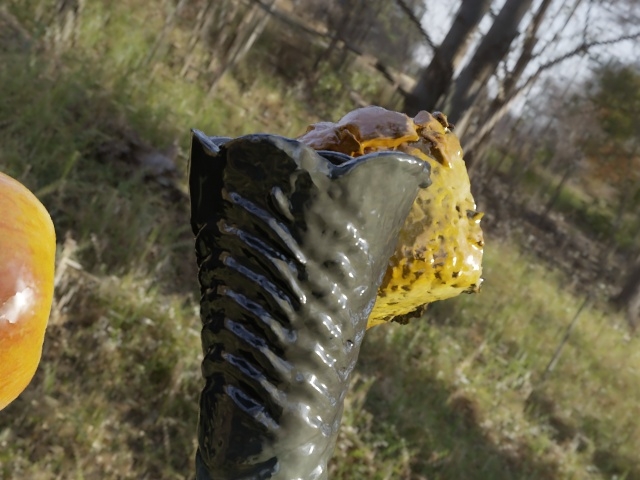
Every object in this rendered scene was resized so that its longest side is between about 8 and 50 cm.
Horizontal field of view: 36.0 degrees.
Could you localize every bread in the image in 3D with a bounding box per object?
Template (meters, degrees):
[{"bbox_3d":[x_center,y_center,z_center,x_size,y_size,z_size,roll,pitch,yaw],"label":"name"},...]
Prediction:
[{"bbox_3d":[-0.003,-0.001,0.774,0.147,0.160,0.261,-7,-9,-34],"label":"bread"}]

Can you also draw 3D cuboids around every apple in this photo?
[{"bbox_3d":[-0.270,0.037,0.662,0.173,0.195,0.160,6,-5,-14],"label":"apple"}]

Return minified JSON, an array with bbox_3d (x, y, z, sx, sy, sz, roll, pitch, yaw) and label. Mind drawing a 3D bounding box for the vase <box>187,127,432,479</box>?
[{"bbox_3d":[-0.021,0.075,0.431,0.116,0.237,0.115,7,3,0],"label":"vase"}]
